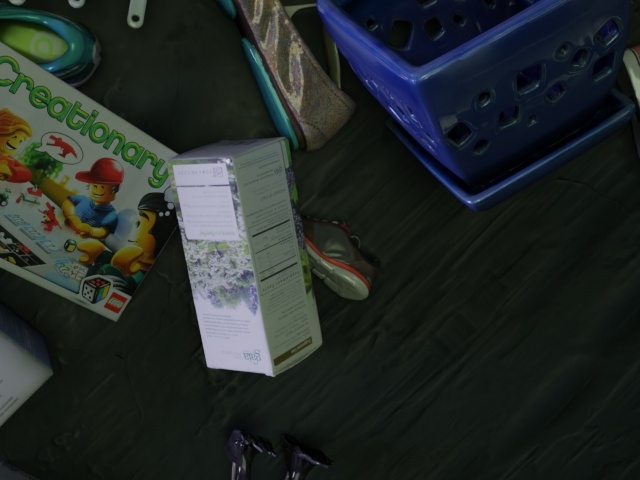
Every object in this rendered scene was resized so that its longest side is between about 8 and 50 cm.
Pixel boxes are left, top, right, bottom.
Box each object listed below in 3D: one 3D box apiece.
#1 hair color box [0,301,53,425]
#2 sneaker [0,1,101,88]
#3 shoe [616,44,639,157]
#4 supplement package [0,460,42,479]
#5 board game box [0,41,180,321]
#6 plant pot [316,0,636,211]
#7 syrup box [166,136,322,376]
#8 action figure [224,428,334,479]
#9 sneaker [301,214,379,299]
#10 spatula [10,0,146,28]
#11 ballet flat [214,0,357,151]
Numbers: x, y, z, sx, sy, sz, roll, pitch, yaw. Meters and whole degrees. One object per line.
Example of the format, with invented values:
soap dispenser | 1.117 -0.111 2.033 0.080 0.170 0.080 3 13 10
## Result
hair color box | -0.470 0.067 0.975 0.185 0.113 0.374 -46 117 -2
sneaker | -0.365 -0.215 1.016 0.275 0.110 0.107 4 95 -7
shoe | 0.404 -0.146 1.145 0.081 0.063 0.178 -19 93 0
supplement package | -0.306 0.388 0.999 0.199 0.263 0.198 30 90 -8
board game box | -0.283 -0.063 1.003 0.305 0.053 0.193 32 90 -37
plant pot | 0.169 -0.181 1.017 0.236 0.236 0.212 -32 130 -4
syrup box | -0.078 0.017 1.052 0.093 0.096 0.237 1 108 36
action figure | -0.091 0.351 1.089 0.164 0.141 0.275 19 91 -20
sneaker | 0.000 0.000 1.120 0.158 0.061 0.065 40 62 -10
spatula | -0.232 -0.346 1.039 0.168 0.019 0.242 10 77 -14
ballet flat | -0.055 -0.249 1.063 0.106 0.107 0.316 -30 109 -8
